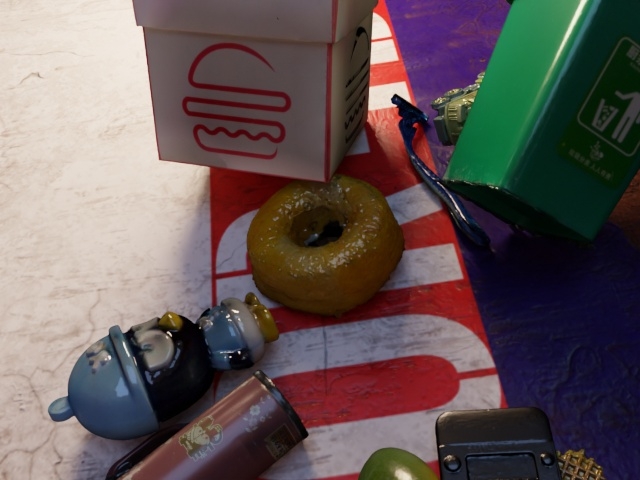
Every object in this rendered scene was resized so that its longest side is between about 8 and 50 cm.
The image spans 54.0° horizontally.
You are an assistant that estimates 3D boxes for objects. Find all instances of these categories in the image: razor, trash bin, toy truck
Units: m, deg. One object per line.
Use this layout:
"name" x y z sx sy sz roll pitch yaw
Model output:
"razor" 0.197 -0.112 1.072 0.056 0.093 0.324 -40 54 28
"trash bin" 0.348 -0.208 0.914 0.259 0.295 0.381 28 91 -19
"toy truck" 0.286 -0.229 1.080 0.191 0.085 0.116 -32 26 -27

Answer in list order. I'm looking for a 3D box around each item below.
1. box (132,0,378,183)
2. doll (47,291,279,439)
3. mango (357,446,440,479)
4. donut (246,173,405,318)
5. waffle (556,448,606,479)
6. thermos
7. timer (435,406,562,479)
"box" -0.084 -0.301 1.033 0.312 0.299 0.314 9 32 13
"doll" -0.215 0.167 0.865 0.314 0.141 0.177 -25 30 -19
"mango" 0.094 0.356 0.698 0.156 0.114 0.251 -32 37 40
"donut" 0.002 0.001 0.981 0.254 0.118 0.253 -13 47 14
"waffle" 0.313 0.299 0.781 0.085 0.016 0.078 -4 50 4
"thermos" -0.185 0.296 0.783 0.330 0.109 0.136 -36 72 -17
"timer" 0.220 0.301 0.770 0.144 0.055 0.187 -5 50 8
